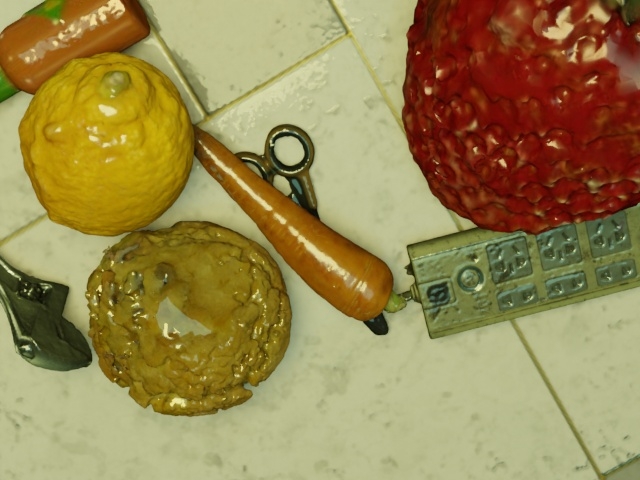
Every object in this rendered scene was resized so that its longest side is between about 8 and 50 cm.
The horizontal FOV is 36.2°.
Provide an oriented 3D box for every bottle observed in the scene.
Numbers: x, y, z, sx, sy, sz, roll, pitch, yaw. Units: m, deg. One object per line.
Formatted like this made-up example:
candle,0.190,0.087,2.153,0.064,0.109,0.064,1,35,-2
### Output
bottle,-0.239,-0.158,0.831,0.187,0.069,0.069,-30,102,5

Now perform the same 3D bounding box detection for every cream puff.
cream puff,-0.117,0.069,0.859,0.189,0.129,0.189,-1,103,-5

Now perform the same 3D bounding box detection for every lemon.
lemon,-0.174,-0.082,0.802,0.142,0.187,0.142,8,61,-14

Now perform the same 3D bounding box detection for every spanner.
spanner,-0.320,-0.004,0.864,0.325,0.093,0.026,45,117,-4

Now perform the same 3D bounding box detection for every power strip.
power strip,0.178,0.026,0.903,0.267,0.034,0.092,-14,104,2

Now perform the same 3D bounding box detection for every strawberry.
strawberry,0.209,-0.165,0.767,0.291,0.310,0.292,3,75,-13

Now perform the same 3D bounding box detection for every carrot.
carrot,-0.030,-0.012,0.863,0.256,0.061,0.061,38,100,-6

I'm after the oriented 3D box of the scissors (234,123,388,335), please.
scissors,0.000,0.000,0.902,0.088,0.017,0.220,-33,103,5
